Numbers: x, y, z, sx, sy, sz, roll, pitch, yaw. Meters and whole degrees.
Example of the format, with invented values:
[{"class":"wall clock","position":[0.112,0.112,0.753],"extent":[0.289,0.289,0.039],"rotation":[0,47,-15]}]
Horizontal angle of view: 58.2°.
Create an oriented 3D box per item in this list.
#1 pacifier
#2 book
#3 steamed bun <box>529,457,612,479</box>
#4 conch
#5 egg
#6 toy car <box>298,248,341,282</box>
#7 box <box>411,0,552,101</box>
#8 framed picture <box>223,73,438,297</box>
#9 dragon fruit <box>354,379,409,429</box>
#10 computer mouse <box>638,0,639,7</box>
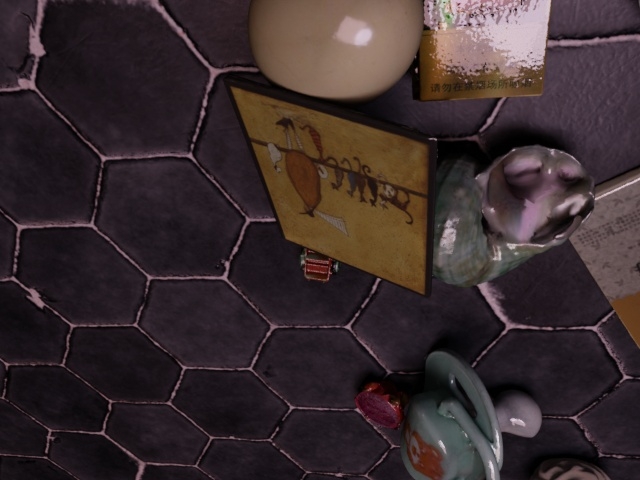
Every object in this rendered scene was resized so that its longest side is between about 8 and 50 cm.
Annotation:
[{"class":"pacifier","position":[0.294,0.355,1.062],"extent":[0.269,0.288,0.343],"rotation":[-10,134,-15]},{"class":"book","position":[0.564,0.032,0.871],"extent":[0.269,0.032,0.389],"rotation":[-29,117,29]},{"class":"steamed bun","position":[0.528,0.528,1.218],"extent":[0.183,0.106,0.182],"rotation":[6,126,9]},{"class":"conch","position":[0.216,-0.041,0.800],"extent":[0.277,0.195,0.220],"rotation":[22,111,22]},{"class":"egg","position":[0.015,-0.237,0.637],"extent":[0.186,0.242,0.185],"rotation":[-4,104,-16]},{"class":"toy car","position":[0.000,0.000,0.934],"extent":[0.073,0.054,0.143],"rotation":[9,128,6]},{"class":"box","position":[0.184,-0.286,0.668],"extent":[0.160,0.071,0.240],"rotation":[0,127,13]},{"class":"framed picture","position":[0.026,-0.052,0.734],"extent":[0.256,0.014,0.338],"rotation":[22,154,21]},{"class":"dragon fruit","position":[0.126,0.318,1.150],"extent":[0.112,0.068,0.126],"rotation":[25,138,27]},{"class":"computer mouse","position":[0.474,-0.314,0.579],"extent":[0.159,0.097,0.288],"rotation":[42,124,-18]}]
